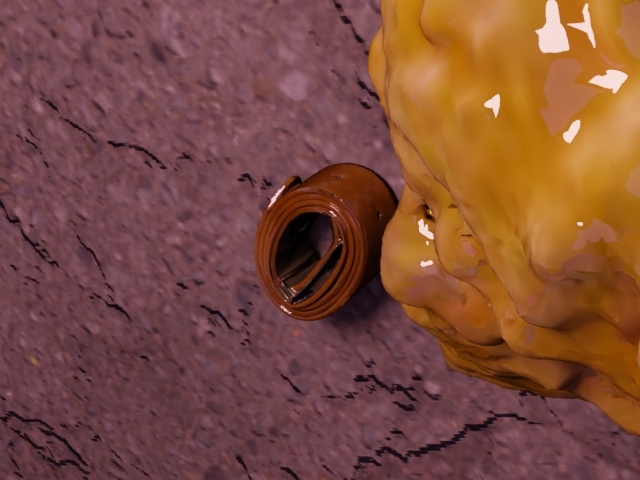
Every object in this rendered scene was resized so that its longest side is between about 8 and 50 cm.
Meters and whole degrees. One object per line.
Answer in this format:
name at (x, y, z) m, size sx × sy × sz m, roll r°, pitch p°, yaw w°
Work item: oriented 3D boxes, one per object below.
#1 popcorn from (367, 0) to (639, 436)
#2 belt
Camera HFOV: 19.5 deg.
popcorn at (0.132, -0.029, 0.612) m, size 0.265 × 0.225 × 0.332 m, roll 46°, pitch 150°, yaw -3°
belt at (0.000, 0.000, 0.868) m, size 0.059 × 0.036 × 0.083 m, roll 43°, pitch 136°, yaw 8°
